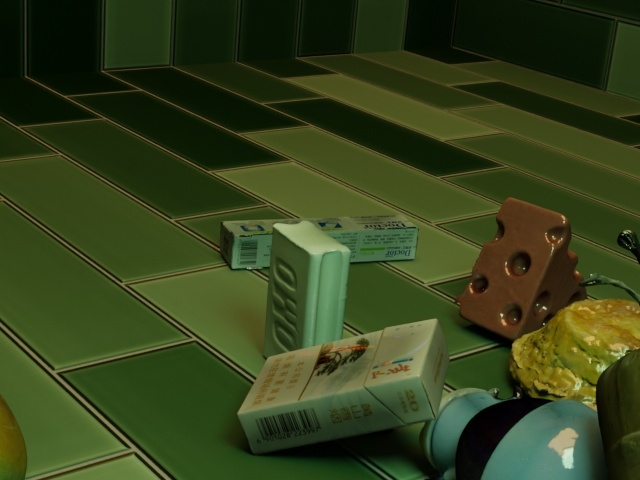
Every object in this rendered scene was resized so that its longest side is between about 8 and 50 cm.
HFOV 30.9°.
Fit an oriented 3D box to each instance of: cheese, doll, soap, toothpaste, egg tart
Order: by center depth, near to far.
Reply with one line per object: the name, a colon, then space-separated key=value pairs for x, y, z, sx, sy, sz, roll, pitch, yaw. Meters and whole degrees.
doll: x=0.219 y=0.243 z=1.264 sx=0.177 sy=0.141 sz=0.314 roll=-48 pitch=22 yaw=-10
soap: x=-0.021 y=0.085 z=1.563 sx=0.066 sy=0.198 sz=0.119 roll=-7 pitch=24 yaw=-28
egg tart: x=0.400 y=0.160 z=1.577 sx=0.294 sy=0.123 sz=0.294 roll=5 pitch=19 yaw=-2
cheese: x=0.329 y=0.062 z=1.794 sx=0.128 sy=0.203 sz=0.177 roll=21 pitch=-3 yaw=40
toothpaste: x=0.000 y=0.000 z=1.988 sx=0.336 sy=0.067 sz=0.081 roll=-2 pitch=21 yaw=-21

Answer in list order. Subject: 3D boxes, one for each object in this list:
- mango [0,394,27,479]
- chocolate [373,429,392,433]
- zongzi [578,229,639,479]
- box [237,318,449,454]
mango: x=-0.401 y=0.213 z=1.247 sx=0.156 sy=0.114 sz=0.251 roll=-4 pitch=20 yaw=-43
chocolate: x=0.067 y=0.204 z=1.487 sx=0.072 sy=0.070 sz=0.147 roll=17 pitch=32 yaw=4
zongzi: x=0.437 y=0.217 z=1.091 sx=0.418 sy=0.181 sz=0.447 roll=3 pitch=60 yaw=-15
box: x=0.032 y=0.176 z=1.396 sx=0.233 sy=0.067 sz=0.149 roll=-14 pitch=21 yaw=18
